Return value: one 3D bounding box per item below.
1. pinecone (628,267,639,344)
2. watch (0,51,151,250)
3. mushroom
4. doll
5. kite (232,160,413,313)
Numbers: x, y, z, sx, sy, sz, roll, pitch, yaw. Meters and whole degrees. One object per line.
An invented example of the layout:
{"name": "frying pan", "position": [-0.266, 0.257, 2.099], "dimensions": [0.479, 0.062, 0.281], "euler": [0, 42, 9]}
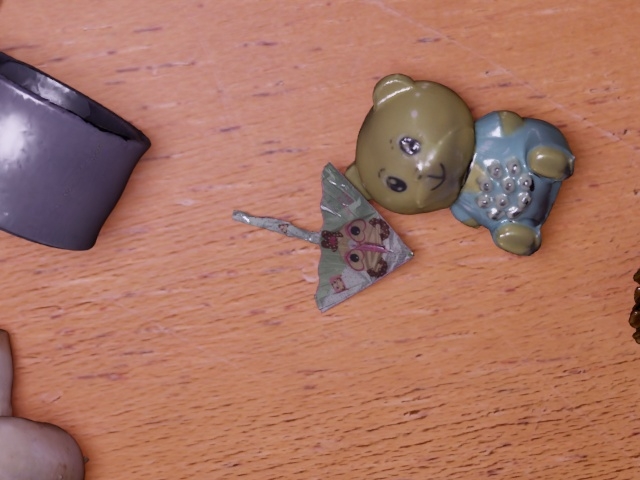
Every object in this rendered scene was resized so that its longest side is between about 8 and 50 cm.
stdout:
{"name": "pinecone", "position": [0.513, 0.073, 1.439], "dimensions": [0.202, 0.201, 0.229], "euler": [16, 129, 18]}
{"name": "watch", "position": [-0.381, -0.123, 1.264], "dimensions": [0.326, 0.335, 0.314], "euler": [28, 95, 1]}
{"name": "mushroom", "position": [-0.453, 0.261, 1.383], "dimensions": [0.292, 0.292, 0.290], "euler": [-14, 68, -2]}
{"name": "doll", "position": [0.171, -0.103, 1.398], "dimensions": [0.260, 0.161, 0.177], "euler": [14, 119, -8]}
{"name": "kite", "position": [0.000, -0.001, 1.438], "dimensions": [0.250, 0.012, 0.229], "euler": [13, 119, 13]}
